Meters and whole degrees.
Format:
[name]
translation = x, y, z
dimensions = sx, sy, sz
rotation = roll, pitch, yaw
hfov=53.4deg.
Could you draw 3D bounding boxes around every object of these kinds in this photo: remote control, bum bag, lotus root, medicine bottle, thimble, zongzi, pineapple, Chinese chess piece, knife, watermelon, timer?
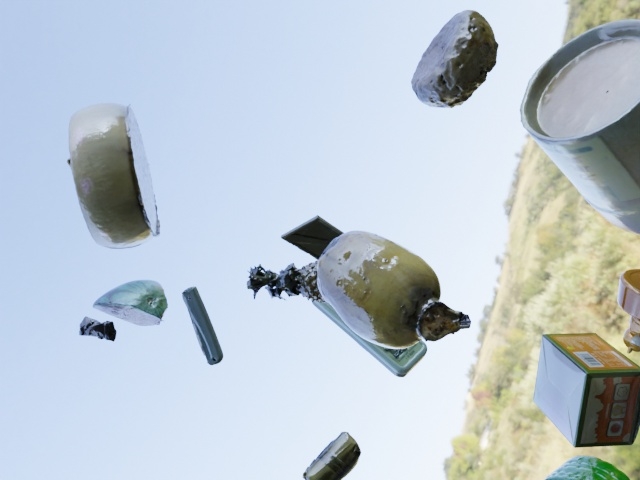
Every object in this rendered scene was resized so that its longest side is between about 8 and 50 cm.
[remote control]
translation = 0.128, 0.230, 1.726
dimensions = 0.128, 0.335, 0.065
rotation = -34, -27, -36
[bum bag]
translation = -0.608, 0.241, 1.736
dimensions = 0.034, 0.124, 0.057
rotation = 6, -88, -73
[lotus root]
translation = 0.085, 0.068, 0.815
dimensions = 0.118, 0.221, 0.125
rotation = -27, -40, -39
[medicine bottle]
translation = 0.542, -0.145, 1.066
dimensions = 0.406, 0.236, 0.235
rotation = 36, -107, -31
[thimble]
translation = 0.362, 0.359, 0.859
dimensions = 0.090, 0.118, 0.130
rotation = -19, -10, -33
[zongzi]
translation = 0.015, 0.271, 0.760
dimensions = 0.076, 0.040, 0.083
rotation = -40, -23, -18
[pineapple]
translation = -0.062, 0.106, 1.586
dimensions = 0.125, 0.251, 0.125
rotation = 1, -90, -88
[Chinese chess piece]
translation = -0.378, -0.118, 1.180
dimensions = 0.112, 0.270, 0.270
rotation = -10, -50, -9
[knife]
translation = -0.232, 0.169, 1.246
dimensions = 0.023, 0.044, 0.162
rotation = -33, -75, -63
[watermelon]
translation = -0.517, 0.157, 1.709
dimensions = 0.146, 0.231, 0.128
rotation = 15, -107, -37
[timer]
translation = 0.626, 0.150, 1.226
dimensions = 0.132, 0.132, 0.152
rotation = -31, -47, -52

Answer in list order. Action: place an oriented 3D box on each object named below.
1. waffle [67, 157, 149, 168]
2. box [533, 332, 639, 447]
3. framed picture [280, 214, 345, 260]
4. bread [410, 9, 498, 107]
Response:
[waffle]
translation = -0.505, -0.175, 1.535
dimensions = 0.149, 0.194, 0.051
rotation = -58, -13, -51
[box]
translation = 0.585, 0.321, 1.394
dimensions = 0.195, 0.148, 0.177
rotation = -119, 30, -72
[framed picture]
translation = 0.000, 0.000, 1.430
dimensions = 0.149, 0.109, 0.011
rotation = 33, -140, -41
[bread]
translation = 0.304, -0.394, 1.427
dimensions = 0.230, 0.123, 0.230
rotation = -54, 19, 27
